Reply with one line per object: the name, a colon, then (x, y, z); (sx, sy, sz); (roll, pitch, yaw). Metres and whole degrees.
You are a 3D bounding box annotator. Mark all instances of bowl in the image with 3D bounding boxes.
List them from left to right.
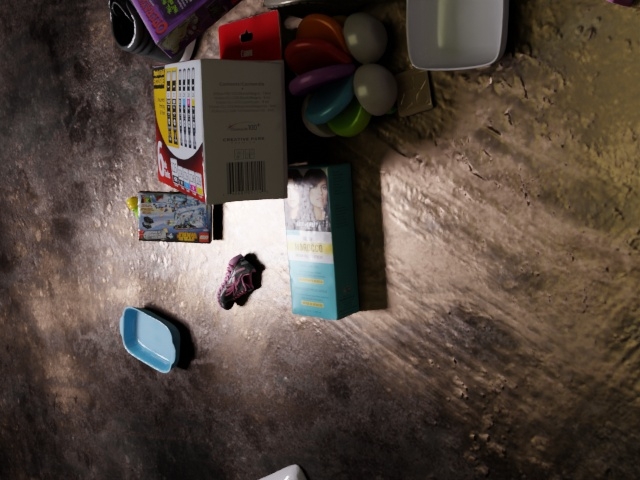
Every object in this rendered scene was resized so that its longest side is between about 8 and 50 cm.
bowl: (0.184, -0.295, 0.928); (0.142, 0.053, 0.142); (8, 106, 39)

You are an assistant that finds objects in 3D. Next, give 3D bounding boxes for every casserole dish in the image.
casserole dish: (-0.357, 0.206, 1.508); (0.188, 0.037, 0.114); (19, 111, 35)

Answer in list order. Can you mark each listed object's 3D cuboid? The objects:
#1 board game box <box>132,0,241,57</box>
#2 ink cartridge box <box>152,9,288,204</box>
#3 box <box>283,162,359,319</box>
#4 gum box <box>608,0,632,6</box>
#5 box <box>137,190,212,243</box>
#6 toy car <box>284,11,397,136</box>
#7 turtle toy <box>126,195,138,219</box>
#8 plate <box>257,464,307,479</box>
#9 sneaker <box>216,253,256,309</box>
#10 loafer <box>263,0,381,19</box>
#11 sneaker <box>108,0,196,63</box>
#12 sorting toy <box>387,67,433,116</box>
board game box: (-0.232, -0.469, 1.130); (0.208, 0.056, 0.346); (-34, 61, 5)
ink cartridge box: (-0.169, -0.213, 1.119); (0.309, 0.130, 0.271); (-158, 65, -63)
box: (0.000, 0.000, 1.144); (0.101, 0.060, 0.244); (3, 102, 39)
gum box: (0.291, -0.358, 0.817); (0.188, 0.062, 0.107); (38, 121, 28)
box: (-0.272, -0.043, 1.333); (0.137, 0.027, 0.093); (3, 105, -2)
toy car: (0.012, -0.239, 1.021); (0.159, 0.136, 0.181); (-14, 84, 43)
turtle toy: (-0.312, -0.055, 1.390); (0.130, 0.066, 0.095); (1, 124, 37)
plate: (-0.077, 0.594, 1.355); (0.278, 0.045, 0.277); (-35, 76, 39)
sneaker: (-0.152, 0.086, 1.307); (0.057, 0.047, 0.119); (31, 120, 18)
loafer: (0.020, -0.379, 1.016); (0.269, 0.102, 0.092); (6, 92, 47)
sneaker: (-0.278, -0.448, 1.221); (0.105, 0.147, 0.295); (29, 116, 34)
sorting toy: (0.124, -0.211, 1.025); (0.083, 0.012, 0.062); (-10, 91, 41)
